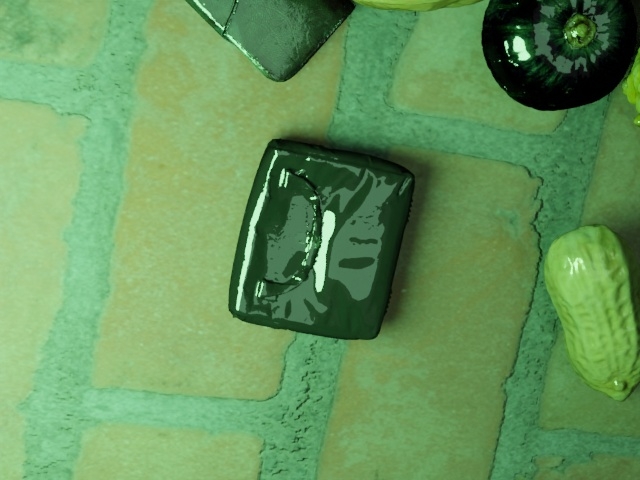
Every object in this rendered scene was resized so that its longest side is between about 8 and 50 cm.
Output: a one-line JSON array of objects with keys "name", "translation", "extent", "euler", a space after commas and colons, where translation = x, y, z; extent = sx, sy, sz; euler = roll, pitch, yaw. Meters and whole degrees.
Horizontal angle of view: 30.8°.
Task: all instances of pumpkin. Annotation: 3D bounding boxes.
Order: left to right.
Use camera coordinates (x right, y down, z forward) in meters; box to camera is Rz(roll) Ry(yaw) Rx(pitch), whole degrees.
[{"name": "pumpkin", "translation": [0.348, -0.301, 1.709], "extent": [0.233, 0.163, 0.233], "euler": [-3, 100, -18]}]

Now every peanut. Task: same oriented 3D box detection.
[{"name": "peanut", "translation": [0.444, 0.113, 1.838], "extent": [0.152, 0.152, 0.313], "euler": [-27, 113, -12]}]

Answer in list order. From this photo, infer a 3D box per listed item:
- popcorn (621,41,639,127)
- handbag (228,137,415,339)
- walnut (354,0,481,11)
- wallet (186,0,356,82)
[{"name": "popcorn", "translation": [0.549, -0.231, 1.698], "extent": [0.218, 0.189, 0.169], "euler": [-16, 106, -28]}, {"name": "handbag", "translation": [0.000, 0.000, 1.694], "extent": [0.244, 0.088, 0.275], "euler": [10, 101, -18]}, {"name": "walnut", "translation": [0.143, -0.469, 1.513], "extent": [0.383, 0.383, 0.383], "euler": [-4, 103, -18]}, {"name": "wallet", "translation": [-0.111, -0.375, 1.597], "extent": [0.318, 0.045, 0.172], "euler": [44, 84, -20]}]
